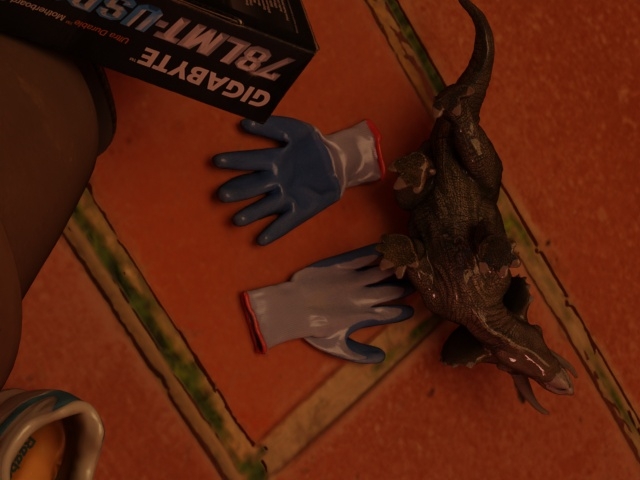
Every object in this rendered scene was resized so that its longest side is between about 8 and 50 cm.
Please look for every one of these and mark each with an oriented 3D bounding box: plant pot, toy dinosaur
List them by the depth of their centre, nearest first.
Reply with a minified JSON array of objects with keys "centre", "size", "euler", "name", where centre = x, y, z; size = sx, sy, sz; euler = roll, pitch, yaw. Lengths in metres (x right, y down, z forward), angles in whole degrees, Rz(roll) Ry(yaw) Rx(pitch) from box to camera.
[{"centre":[-0.248,-0.029,0.984],"size":[0.263,0.263,0.229],"euler":[57,37,-14],"name":"plant pot"},{"centre":[0.100,-0.024,1.291],"size":[0.121,0.160,0.313],"euler":[-14,75,5],"name":"toy dinosaur"}]

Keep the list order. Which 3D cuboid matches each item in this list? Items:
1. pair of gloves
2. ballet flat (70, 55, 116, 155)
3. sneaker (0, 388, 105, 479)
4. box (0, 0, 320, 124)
[{"centre":[0.000,0.000,1.267],"size":[0.159,0.023,0.198],"euler":[-14,90,-36],"name":"pair of gloves"},{"centre":[-0.213,-0.161,1.119],"size":[0.250,0.084,0.058],"euler":[52,22,-13],"name":"ballet flat"},{"centre":[-0.204,0.193,1.045],"size":[0.087,0.092,0.228],"euler":[31,67,-29],"name":"sneaker"},{"centre":[-0.164,-0.230,1.070],"size":[0.293,0.073,0.295],"euler":[17,37,-31],"name":"box"}]
